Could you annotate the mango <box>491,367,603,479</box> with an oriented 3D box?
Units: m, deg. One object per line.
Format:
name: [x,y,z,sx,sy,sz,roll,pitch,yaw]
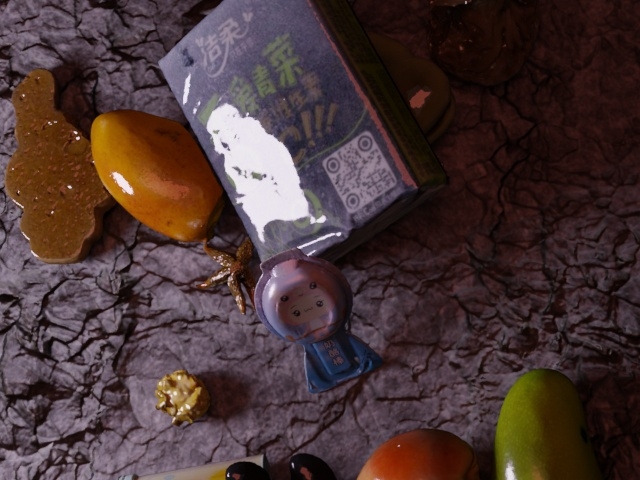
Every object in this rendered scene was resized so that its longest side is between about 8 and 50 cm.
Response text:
mango: [0.306,0.312,1.630,0.143,0.175,0.293,-18,62,39]

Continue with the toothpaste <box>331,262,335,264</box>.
toothpaste: [0.000,0.000,1.815,0.027,0.019,0.083,-36,73,30]

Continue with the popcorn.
popcorn: [-0.202,0.232,1.783,0.082,0.057,0.083,8,77,4]

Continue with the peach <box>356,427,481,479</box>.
peach: [0.136,0.344,1.646,0.184,0.184,0.184,-2,79,9]

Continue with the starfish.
starfish: [-0.125,0.032,1.818,0.133,0.041,0.130,32,84,14]

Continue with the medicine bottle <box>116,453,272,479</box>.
medicine bottle: [-0.180,0.356,1.749,0.218,0.074,0.073,-11,77,5]

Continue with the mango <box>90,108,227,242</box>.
mango: [-0.243,-0.105,1.814,0.252,0.126,0.154,42,72,9]

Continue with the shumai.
shumai: [0.233,-0.337,1.762,0.167,0.175,0.205,8,83,11]

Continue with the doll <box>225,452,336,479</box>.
doll: [-0.061,0.384,1.651,0.234,0.135,0.143,0,32,-25]

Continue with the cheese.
cheese: [-0.008,0.111,1.711,0.135,0.052,0.244,-23,120,8]

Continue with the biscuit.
biscuit: [-0.407,-0.119,1.894,0.183,0.047,0.319,-25,76,0]

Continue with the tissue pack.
tissue pack: [-0.032,-0.174,1.733,0.288,0.124,0.394,-35,78,29]

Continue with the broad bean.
broad bean: [0.073,-0.213,1.808,0.263,0.121,0.189,23,87,28]
